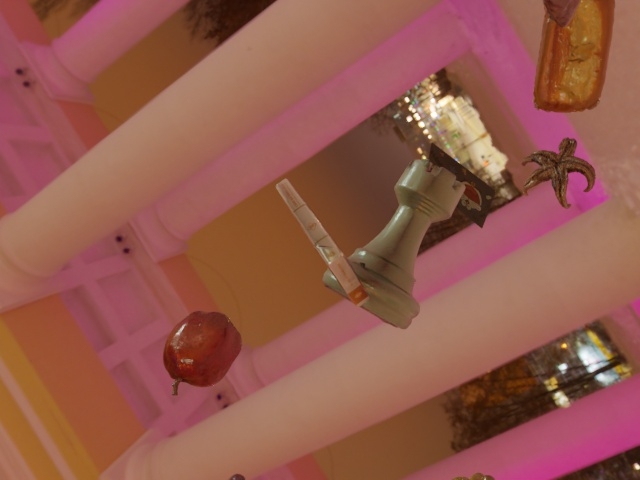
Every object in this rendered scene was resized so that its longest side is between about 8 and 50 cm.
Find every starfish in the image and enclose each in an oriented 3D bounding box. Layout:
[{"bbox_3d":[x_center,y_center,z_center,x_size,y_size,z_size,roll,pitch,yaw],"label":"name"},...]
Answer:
[{"bbox_3d":[0.252,-0.077,0.567,0.028,0.078,0.091,40,179,-36],"label":"starfish"}]

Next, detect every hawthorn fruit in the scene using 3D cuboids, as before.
[{"bbox_3d":[-0.341,0.318,1.473,0.205,0.205,0.253,53,-138,-20],"label":"hawthorn fruit"}]

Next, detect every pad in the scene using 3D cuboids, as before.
[{"bbox_3d":[0.399,-0.159,1.551,0.245,0.006,0.170,45,156,28],"label":"pad"}]

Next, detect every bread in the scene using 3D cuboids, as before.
[{"bbox_3d":[0.584,-0.439,1.228,0.119,0.153,0.288,-18,-66,-67],"label":"bread"}]

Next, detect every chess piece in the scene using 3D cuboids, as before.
[{"bbox_3d":[0.152,0.000,1.011,0.195,0.299,0.194,30,175,3],"label":"chess piece"}]

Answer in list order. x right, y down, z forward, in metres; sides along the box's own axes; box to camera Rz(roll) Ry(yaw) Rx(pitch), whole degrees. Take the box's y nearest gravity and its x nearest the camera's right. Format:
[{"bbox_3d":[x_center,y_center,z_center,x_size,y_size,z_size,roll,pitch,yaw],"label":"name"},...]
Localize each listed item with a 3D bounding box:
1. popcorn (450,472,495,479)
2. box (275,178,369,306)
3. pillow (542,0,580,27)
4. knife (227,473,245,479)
[{"bbox_3d":[0.242,0.414,0.733,0.195,0.173,0.168,28,-178,-37],"label":"popcorn"},{"bbox_3d":[0.001,0.000,0.854,0.220,0.032,0.122,55,179,46],"label":"box"},{"bbox_3d":[0.168,-0.284,0.410,0.049,0.135,0.248,31,-169,41],"label":"pillow"},{"bbox_3d":[-0.234,0.666,1.385,0.053,0.278,0.123,31,-129,15],"label":"knife"}]
